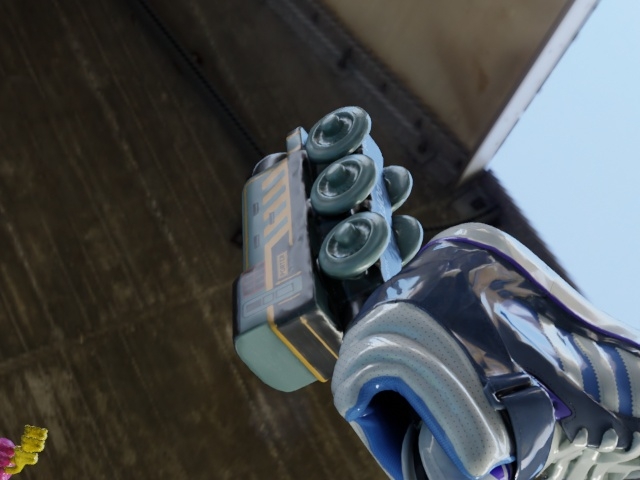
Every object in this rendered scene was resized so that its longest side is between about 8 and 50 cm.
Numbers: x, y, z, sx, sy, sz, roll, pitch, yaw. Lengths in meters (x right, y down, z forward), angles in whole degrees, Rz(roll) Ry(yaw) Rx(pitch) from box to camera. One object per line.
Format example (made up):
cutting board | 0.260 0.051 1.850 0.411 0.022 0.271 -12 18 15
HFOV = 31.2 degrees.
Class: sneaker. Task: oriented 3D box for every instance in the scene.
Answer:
sneaker | 0.154 0.147 0.794 0.323 0.130 0.236 39 -136 3

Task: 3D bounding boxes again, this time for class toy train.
toy train | 0.000 0.000 1.181 0.190 0.142 0.334 -26 -141 17

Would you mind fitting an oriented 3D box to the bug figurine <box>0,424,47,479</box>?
bug figurine | -0.371 0.224 1.026 0.279 0.072 0.216 15 -151 2
